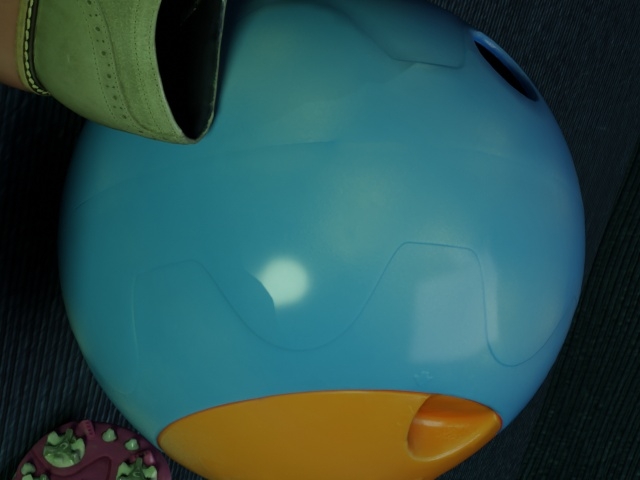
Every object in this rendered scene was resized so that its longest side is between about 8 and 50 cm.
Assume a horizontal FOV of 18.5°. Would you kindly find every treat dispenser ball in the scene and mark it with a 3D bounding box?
[{"bbox_3d":[0.000,0.000,1.077,0.288,0.288,0.288,-51,158,-30],"label":"treat dispenser ball"}]

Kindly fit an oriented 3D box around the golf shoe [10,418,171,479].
[{"bbox_3d":[-0.194,0.253,1.195,0.306,0.115,0.140,-48,160,-33],"label":"golf shoe"}]

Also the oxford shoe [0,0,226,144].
[{"bbox_3d":[-0.057,-0.206,0.890,0.123,0.130,0.348,-37,149,-51],"label":"oxford shoe"}]
